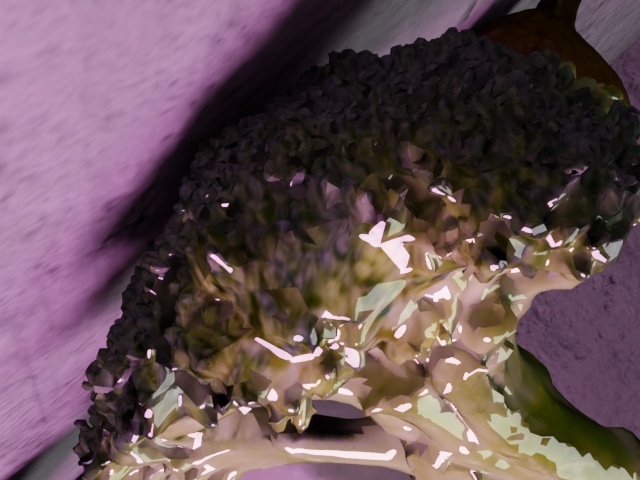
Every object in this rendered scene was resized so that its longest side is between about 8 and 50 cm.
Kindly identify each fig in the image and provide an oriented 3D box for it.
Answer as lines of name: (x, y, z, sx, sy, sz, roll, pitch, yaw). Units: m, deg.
fig: (0.208, -0.142, 1.061, 0.190, 0.191, 0.290, -51, -172, 43)

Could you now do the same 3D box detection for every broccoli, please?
broccoli: (0.090, 0.052, 0.636, 0.353, 0.397, 0.275, 115, -3, -60)

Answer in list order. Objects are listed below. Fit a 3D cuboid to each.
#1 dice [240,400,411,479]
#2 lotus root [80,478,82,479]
dice: (-0.019, 0.177, 0.935, 0.251, 0.259, 0.243, -6, 150, -46)
lotus root: (-0.295, 0.349, 1.331, 0.192, 0.088, 0.113, -43, 157, -7)
